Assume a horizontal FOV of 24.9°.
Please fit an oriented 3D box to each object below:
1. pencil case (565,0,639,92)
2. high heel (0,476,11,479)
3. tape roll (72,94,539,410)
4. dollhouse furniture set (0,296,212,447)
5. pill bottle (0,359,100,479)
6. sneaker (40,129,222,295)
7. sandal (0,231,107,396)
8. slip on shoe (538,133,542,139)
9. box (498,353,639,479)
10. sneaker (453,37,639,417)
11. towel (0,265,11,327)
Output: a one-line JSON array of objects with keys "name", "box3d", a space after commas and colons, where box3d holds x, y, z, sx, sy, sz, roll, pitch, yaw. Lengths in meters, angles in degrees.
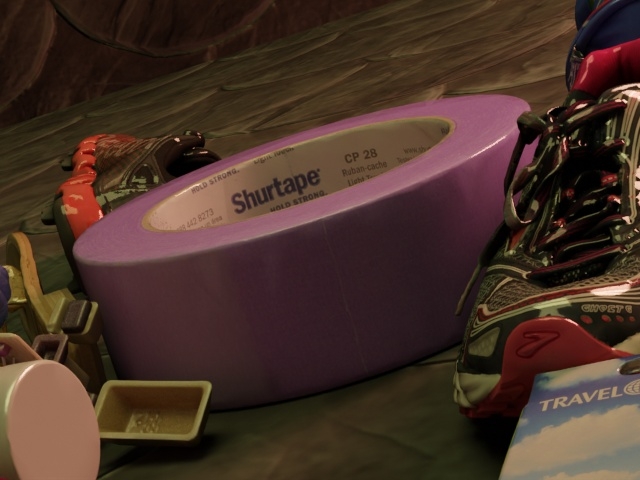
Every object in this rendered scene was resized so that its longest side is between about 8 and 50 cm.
[{"name": "pencil case", "box3d": [0.244, -0.147, 1.063, 0.119, 0.133, 0.306, 29, 21, 1]}, {"name": "high heel", "box3d": [-0.197, 0.124, 0.564, 0.181, 0.127, 0.377, -11, 15, -32]}, {"name": "tape roll", "box3d": [0.000, 0.000, 0.844, 0.275, 0.090, 0.275, -16, 14, 4]}, {"name": "dollhouse furniture set", "box3d": [-0.110, 0.054, 0.714, 0.114, 0.081, 0.091, -2, 54, 28]}, {"name": "pill bottle", "box3d": [-0.190, 0.101, 0.665, 0.169, 0.094, 0.094, -11, 15, 24]}, {"name": "sneaker", "box3d": [-0.136, -0.036, 1.147, 0.135, 0.097, 0.276, -18, 15, 0]}, {"name": "sandal", "box3d": [-0.199, 0.054, 0.883, 0.079, 0.088, 0.240, -16, 17, -19]}, {"name": "slip on shoe", "box3d": [0.180, -0.054, 0.925, 0.135, 0.051, 0.041, -10, 26, 5]}, {"name": "box", "box3d": [0.106, 0.087, 0.440, 0.109, 0.042, 0.178, -12, 17, 21]}, {"name": "sneaker", "box3d": [0.122, -0.008, 0.666, 0.121, 0.112, 0.299, -12, 15, 22]}, {"name": "towel", "box3d": [-0.250, 0.106, 0.344, 0.243, 0.040, 0.336, 7, 45, 34]}]
